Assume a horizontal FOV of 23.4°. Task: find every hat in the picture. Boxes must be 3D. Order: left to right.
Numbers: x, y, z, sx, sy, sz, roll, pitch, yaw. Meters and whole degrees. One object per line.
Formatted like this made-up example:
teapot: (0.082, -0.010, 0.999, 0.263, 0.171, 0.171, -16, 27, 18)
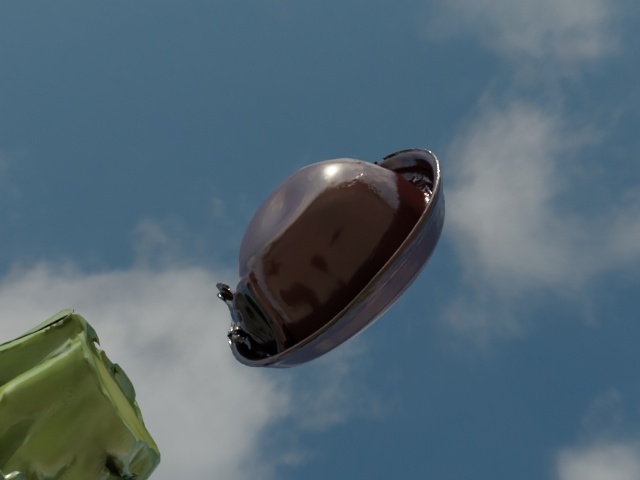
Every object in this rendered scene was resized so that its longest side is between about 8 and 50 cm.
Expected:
hat: (0.000, 0.000, 1.107, 0.205, 0.205, 0.089, -43, -69, 2)

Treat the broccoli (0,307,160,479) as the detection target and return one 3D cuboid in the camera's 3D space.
broccoli: (-0.145, 0.111, 0.588, 0.176, 0.198, 0.226, -13, -103, -9)
